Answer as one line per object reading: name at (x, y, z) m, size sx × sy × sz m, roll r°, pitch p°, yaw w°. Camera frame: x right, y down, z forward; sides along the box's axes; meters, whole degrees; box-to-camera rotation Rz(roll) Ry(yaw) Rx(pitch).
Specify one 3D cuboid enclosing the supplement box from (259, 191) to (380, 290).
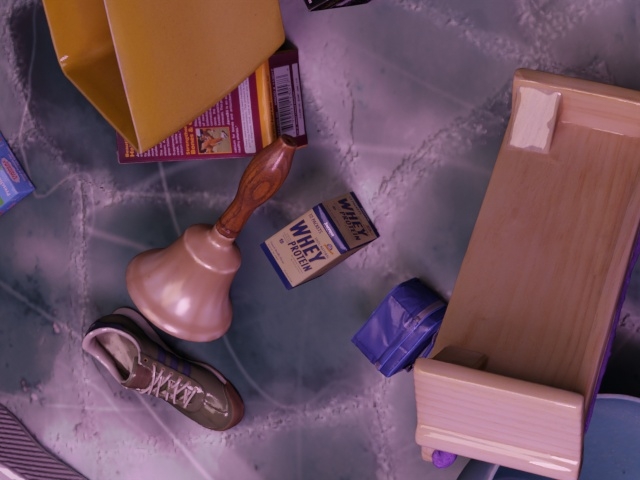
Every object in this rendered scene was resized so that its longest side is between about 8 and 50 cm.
supplement box at (0.000, 0.000, 1.984) m, size 0.083 × 0.083 × 0.056 m, roll -35°, pitch 84°, yaw 27°

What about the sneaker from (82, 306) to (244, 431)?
sneaker at (-0.178, 0.148, 2.106) m, size 0.192 × 0.086 × 0.064 m, roll 38°, pitch 115°, yaw 16°

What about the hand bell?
hand bell at (-0.090, -0.021, 1.983) m, size 0.126 × 0.126 × 0.242 m, roll 45°, pitch 125°, yaw 13°

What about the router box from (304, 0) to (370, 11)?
router box at (-0.004, -0.314, 1.896) m, size 0.046 × 0.133 × 0.179 m, roll -26°, pitch 87°, yaw 28°

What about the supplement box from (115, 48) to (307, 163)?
supplement box at (-0.117, -0.138, 2.020) m, size 0.188 × 0.081 × 0.104 m, roll -1°, pitch 99°, yaw 27°

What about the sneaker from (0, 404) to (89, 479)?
sneaker at (-0.380, 0.294, 2.236) m, size 0.282 × 0.102 × 0.161 m, roll 39°, pitch 118°, yaw 16°

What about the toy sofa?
toy sofa at (0.202, 0.038, 1.747) m, size 0.150 × 0.362 × 0.177 m, roll 12°, pitch 145°, yaw 14°

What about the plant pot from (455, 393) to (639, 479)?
plant pot at (0.225, 0.293, 1.844) m, size 0.195 × 0.290 × 0.290 m, roll -15°, pitch 94°, yaw 65°

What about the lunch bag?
lunch bag at (0.084, 0.094, 1.968) m, size 0.065 × 0.067 × 0.098 m, roll 45°, pitch 117°, yaw 14°

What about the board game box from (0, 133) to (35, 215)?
board game box at (-0.444, -0.068, 2.230) m, size 0.211 × 0.039 × 0.160 m, roll -36°, pitch 83°, yaw 29°

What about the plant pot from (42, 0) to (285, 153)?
plant pot at (-0.156, -0.248, 1.911) m, size 0.212 × 0.187 × 0.212 m, roll 44°, pitch 153°, yaw 48°
